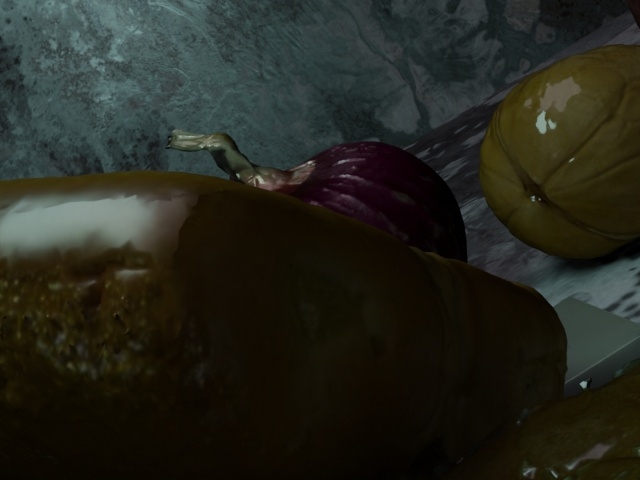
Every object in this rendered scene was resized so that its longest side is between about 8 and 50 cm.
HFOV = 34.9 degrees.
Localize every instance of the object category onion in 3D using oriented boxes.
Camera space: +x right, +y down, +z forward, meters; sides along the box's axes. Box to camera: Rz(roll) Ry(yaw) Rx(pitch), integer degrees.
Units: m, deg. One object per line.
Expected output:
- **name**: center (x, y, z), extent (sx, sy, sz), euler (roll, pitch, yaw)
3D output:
- **onion**: center (0.022, 0.021, 0.966), extent (0.230, 0.272, 0.256), euler (-23, 47, 18)

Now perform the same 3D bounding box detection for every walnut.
- **walnut**: center (0.249, -0.086, 0.935), extent (0.225, 0.193, 0.193), euler (-37, 10, -35)

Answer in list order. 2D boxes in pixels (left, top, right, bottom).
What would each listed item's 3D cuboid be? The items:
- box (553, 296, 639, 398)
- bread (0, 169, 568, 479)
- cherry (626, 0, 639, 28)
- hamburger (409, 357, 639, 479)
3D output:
- **box**: center (0.143, 0.099, 0.661), extent (0.130, 0.051, 0.129), euler (-32, 8, -4)
- **bread**: center (-0.075, 0.071, 0.512), extent (0.337, 0.148, 0.328), euler (-2, -11, 32)
- **cherry**: center (0.490, -0.314, 1.054), extent (0.335, 0.291, 0.326), euler (-20, -19, -42)
- **hamburger**: center (0.087, 0.149, 0.310), extent (0.309, 0.132, 0.211), euler (-28, 6, 8)
